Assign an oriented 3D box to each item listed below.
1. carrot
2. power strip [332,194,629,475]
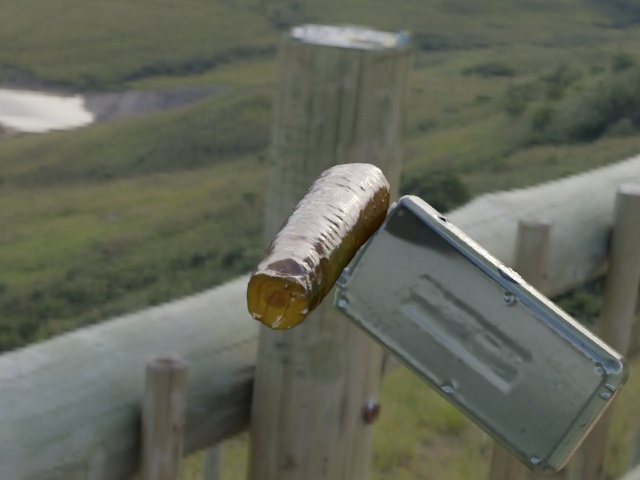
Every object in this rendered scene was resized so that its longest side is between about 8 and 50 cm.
[{"bbox_3d":[0.000,0.000,0.622,0.042,0.042,0.171,9,21,11],"label":"carrot"},{"bbox_3d":[0.075,0.043,0.707,0.169,0.076,0.028,40,18,22],"label":"power strip"}]
